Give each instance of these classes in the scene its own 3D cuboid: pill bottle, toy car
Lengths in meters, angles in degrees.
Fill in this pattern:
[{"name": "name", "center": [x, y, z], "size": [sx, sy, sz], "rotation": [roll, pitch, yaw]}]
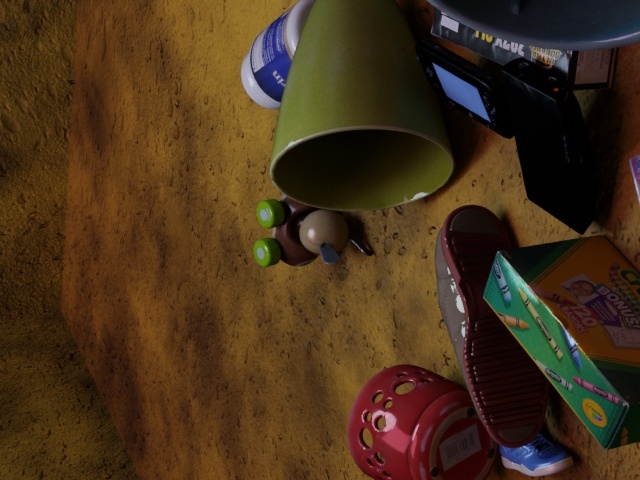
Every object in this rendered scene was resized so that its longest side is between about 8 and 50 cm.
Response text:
[{"name": "pill bottle", "center": [-0.033, -0.318, 2.148], "size": [0.265, 0.153, 0.153], "rotation": [-20, 79, 64]}, {"name": "toy car", "center": [0.000, 0.000, 2.193], "size": [0.188, 0.155, 0.148], "rotation": [32, 126, 42]}]

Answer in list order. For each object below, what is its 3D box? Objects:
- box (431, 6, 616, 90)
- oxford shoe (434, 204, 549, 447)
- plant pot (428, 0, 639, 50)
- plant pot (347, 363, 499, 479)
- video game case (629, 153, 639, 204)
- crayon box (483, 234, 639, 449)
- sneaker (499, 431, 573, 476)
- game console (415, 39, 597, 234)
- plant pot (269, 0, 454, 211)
[{"name": "box", "center": [0.267, -0.359, 1.618], "size": [0.322, 0.079, 0.257], "rotation": [38, 131, 55]}, {"name": "oxford shoe", "center": [0.241, 0.129, 1.785], "size": [0.130, 0.123, 0.348], "rotation": [120, 143, -69]}, {"name": "plant pot", "center": [0.259, -0.429, 1.267], "size": [0.341, 0.341, 0.334], "rotation": [135, 154, -58]}, {"name": "plant pot", "center": [0.164, 0.299, 1.888], "size": [0.174, 0.191, 0.191], "rotation": [17, 113, 55]}, {"name": "video game case", "center": [0.427, -0.040, 1.448], "size": [0.143, 0.019, 0.157], "rotation": [-27, 73, 63]}, {"name": "crayon box", "center": [0.341, 0.114, 1.498], "size": [0.278, 0.165, 0.081], "rotation": [55, 143, 42]}, {"name": "sneaker", "center": [0.296, 0.281, 1.756], "size": [0.152, 0.058, 0.084], "rotation": [172, 82, -70]}, {"name": "game console", "center": [0.242, -0.163, 1.662], "size": [0.361, 0.044, 0.213], "rotation": [43, 157, 50]}, {"name": "plant pot", "center": [0.057, -0.235, 1.908], "size": [0.275, 0.275, 0.293], "rotation": [134, 139, -58]}]
